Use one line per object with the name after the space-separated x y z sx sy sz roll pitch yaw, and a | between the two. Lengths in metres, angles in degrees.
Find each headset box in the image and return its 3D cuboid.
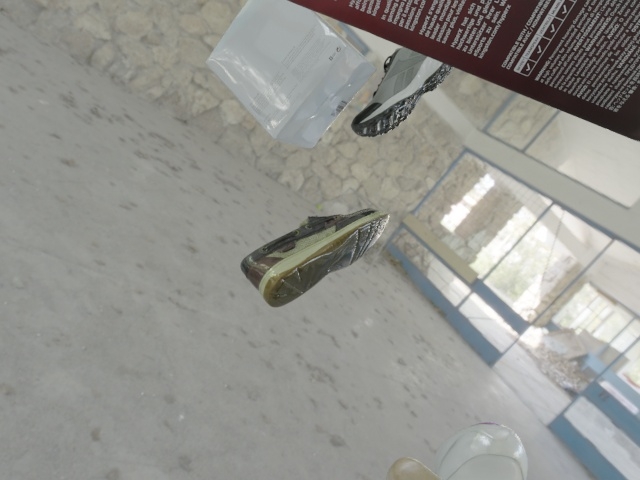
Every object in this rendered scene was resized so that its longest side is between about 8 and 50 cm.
0.111 -0.215 0.352 0.293 0.110 0.218 20 41 -3 | headset box

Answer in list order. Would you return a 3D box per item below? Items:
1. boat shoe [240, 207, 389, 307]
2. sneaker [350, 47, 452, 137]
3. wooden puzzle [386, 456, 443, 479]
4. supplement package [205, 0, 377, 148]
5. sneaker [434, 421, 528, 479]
-0.001 0.001 0.598 0.073 0.080 0.223 40 47 22 | boat shoe
0.156 -0.313 0.966 0.108 0.271 0.100 44 -7 12 | sneaker
0.161 0.200 0.220 0.221 0.044 0.238 41 -13 -11 | wooden puzzle
-0.051 -0.310 0.863 0.203 0.194 0.149 49 21 15 | supplement package
0.192 0.357 0.573 0.114 0.305 0.152 3 23 -1 | sneaker
